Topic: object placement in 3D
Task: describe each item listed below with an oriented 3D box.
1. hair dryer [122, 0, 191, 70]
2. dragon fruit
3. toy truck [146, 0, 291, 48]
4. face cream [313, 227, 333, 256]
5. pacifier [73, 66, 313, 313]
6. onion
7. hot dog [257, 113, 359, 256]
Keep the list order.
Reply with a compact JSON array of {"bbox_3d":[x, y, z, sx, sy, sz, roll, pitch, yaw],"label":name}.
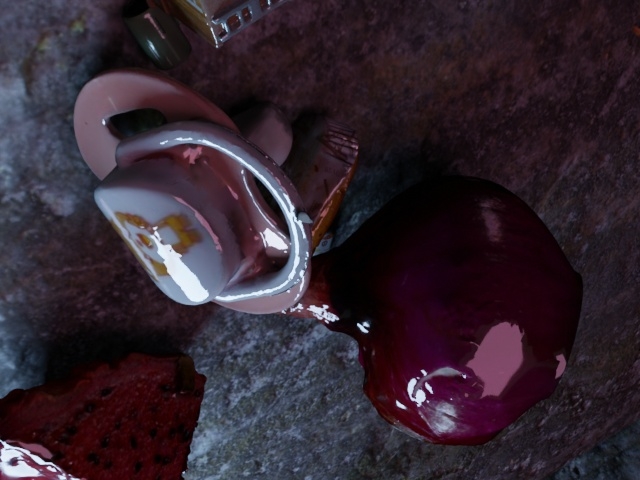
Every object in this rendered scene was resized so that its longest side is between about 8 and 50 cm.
[{"bbox_3d":[-0.132,-0.252,0.766,0.150,0.047,0.071,-41,137,-10],"label":"hair dryer"},{"bbox_3d":[-0.293,0.258,0.931,0.302,0.240,0.330,-58,146,-9],"label":"dragon fruit"},{"bbox_3d":[-0.027,-0.317,0.671,0.305,0.162,0.136,-36,146,-13],"label":"toy truck"},{"bbox_3d":[0.000,0.000,1.087,0.040,0.021,0.083,-11,129,-32],"label":"face cream"},{"bbox_3d":[-0.128,-0.054,0.798,0.220,0.273,0.332,-25,120,7],"label":"pacifier"},{"bbox_3d":[0.121,0.071,1.020,0.420,0.398,0.398,19,115,-11],"label":"onion"},{"bbox_3d":[-0.039,-0.037,0.936,0.075,0.144,0.268,28,101,-39],"label":"hot dog"}]
